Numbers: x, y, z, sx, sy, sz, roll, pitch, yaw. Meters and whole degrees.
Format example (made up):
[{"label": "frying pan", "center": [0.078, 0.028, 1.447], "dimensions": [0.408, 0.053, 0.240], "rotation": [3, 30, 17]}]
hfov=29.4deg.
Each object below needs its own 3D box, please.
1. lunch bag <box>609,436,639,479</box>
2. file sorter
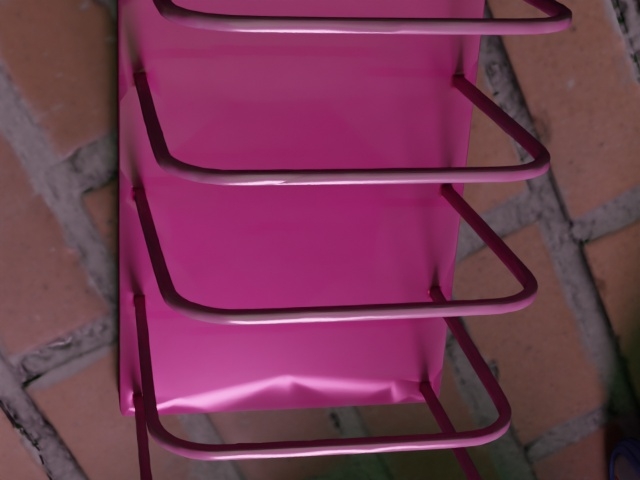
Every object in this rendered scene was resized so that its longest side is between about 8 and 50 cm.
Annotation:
[{"label": "lunch bag", "center": [0.287, 0.267, 0.749], "dimensions": [0.115, 0.303, 0.243], "rotation": [-13, 117, -10]}, {"label": "file sorter", "center": [0.000, 0.000, 0.637], "dimensions": [0.202, 0.182, 0.291], "rotation": [-1, 114, -12]}]
